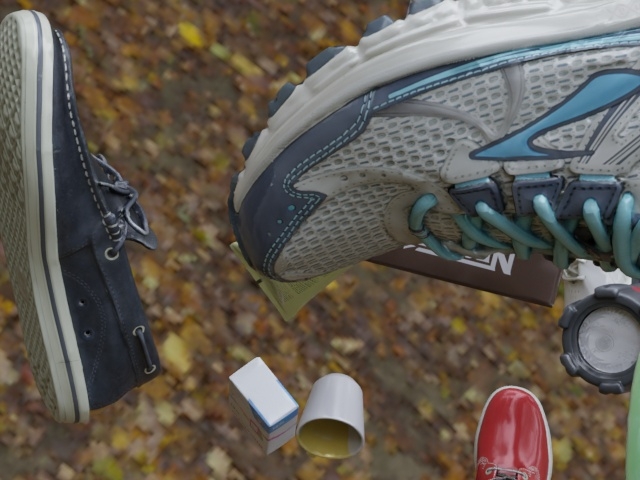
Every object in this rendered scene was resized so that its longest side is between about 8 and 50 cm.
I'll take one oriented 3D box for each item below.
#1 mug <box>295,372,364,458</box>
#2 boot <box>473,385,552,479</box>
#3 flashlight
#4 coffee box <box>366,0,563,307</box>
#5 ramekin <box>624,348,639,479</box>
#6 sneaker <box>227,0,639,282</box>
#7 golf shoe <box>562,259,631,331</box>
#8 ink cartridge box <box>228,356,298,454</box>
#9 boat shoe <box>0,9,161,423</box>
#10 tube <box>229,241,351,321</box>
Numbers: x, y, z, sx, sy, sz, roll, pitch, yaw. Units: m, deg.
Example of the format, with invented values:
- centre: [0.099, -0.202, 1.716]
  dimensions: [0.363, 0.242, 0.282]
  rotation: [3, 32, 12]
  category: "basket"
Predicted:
- centre: [0.007, 0.160, 1.300]
  dimensions: [0.062, 0.078, 0.064]
  rotation: [47, 36, -32]
  category: "mug"
- centre: [0.202, 0.273, 1.519]
  dimensions: [0.176, 0.088, 0.244]
  rotation: [52, 42, -75]
  category: "boot"
- centre: [0.322, 0.090, 1.403]
  dimensions: [0.103, 0.103, 0.304]
  rotation: [26, 10, 24]
  category: "flashlight"
- centre: [0.116, -0.092, 0.921]
  dimensions: [0.141, 0.246, 0.098]
  rotation: [14, 3, 5]
  category: "coffee box"
- centre: [0.345, 0.191, 1.054]
  dimensions: [0.303, 0.148, 0.303]
  rotation: [16, 72, -59]
  category: "ramekin"
- centre: [0.098, -0.033, 0.510]
  dimensions: [0.110, 0.283, 0.122]
  rotation: [31, 38, -64]
  category: "sneaker"
- centre: [0.318, -0.018, 1.680]
  dimensions: [0.140, 0.115, 0.306]
  rotation: [18, 81, -20]
  category: "golf shoe"
- centre: [-0.076, 0.221, 1.869]
  dimensions: [0.052, 0.122, 0.088]
  rotation: [-35, 71, -17]
  category: "ink cartridge box"
- centre: [-0.276, -0.026, 1.606]
  dimensions: [0.156, 0.500, 0.187]
  rotation: [-16, 28, -21]
  category: "boat shoe"
- centre: [0.000, 0.000, 1.267]
  dimensions: [0.062, 0.240, 0.070]
  rotation: [10, 64, -29]
  category: "tube"
